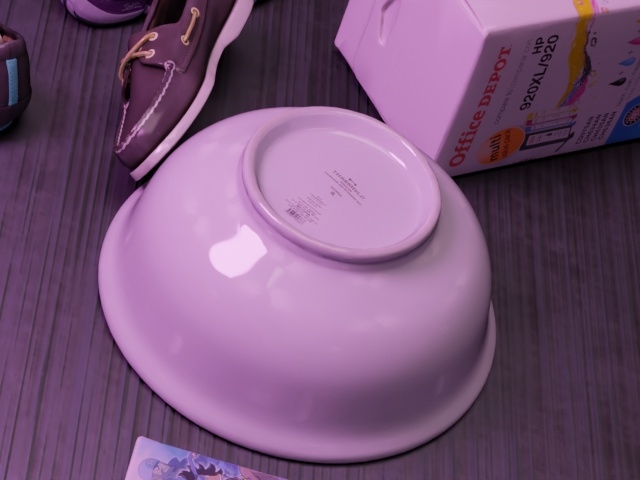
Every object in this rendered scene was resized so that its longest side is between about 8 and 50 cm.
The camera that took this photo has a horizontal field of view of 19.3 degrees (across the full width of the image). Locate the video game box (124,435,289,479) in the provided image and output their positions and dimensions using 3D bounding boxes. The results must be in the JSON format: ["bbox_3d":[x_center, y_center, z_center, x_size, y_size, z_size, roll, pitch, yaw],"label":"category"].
[{"bbox_3d":[-0.050,0.233,1.158,0.187,0.048,0.205,18,45,-4],"label":"video game box"}]

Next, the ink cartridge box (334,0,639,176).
[{"bbox_3d":[0.163,-0.178,1.527,0.232,0.171,0.168,-12,54,-27],"label":"ink cartridge box"}]

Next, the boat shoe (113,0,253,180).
[{"bbox_3d":[-0.119,-0.135,1.442,0.068,0.081,0.228,41,39,-18],"label":"boat shoe"}]

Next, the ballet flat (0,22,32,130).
[{"bbox_3d":[-0.316,-0.197,1.434,0.280,0.096,0.095,39,47,18],"label":"ballet flat"}]

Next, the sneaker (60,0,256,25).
[{"bbox_3d":[-0.106,-0.242,1.546,0.223,0.098,0.083,-20,57,-32],"label":"sneaker"}]

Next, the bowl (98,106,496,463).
[{"bbox_3d":[0.000,0.000,1.333,0.298,0.134,0.298,10,45,-10],"label":"bowl"}]
